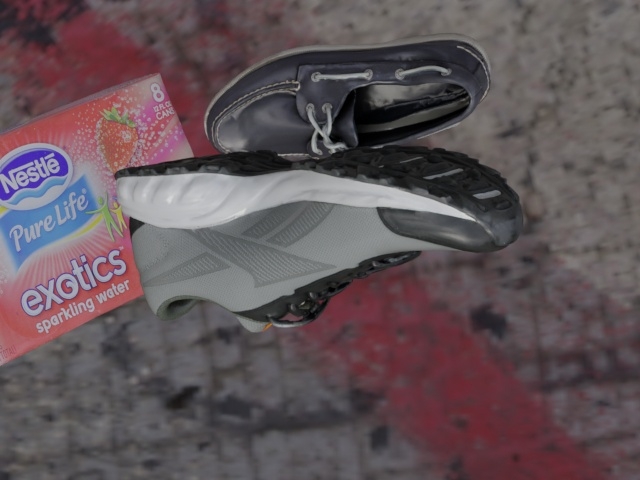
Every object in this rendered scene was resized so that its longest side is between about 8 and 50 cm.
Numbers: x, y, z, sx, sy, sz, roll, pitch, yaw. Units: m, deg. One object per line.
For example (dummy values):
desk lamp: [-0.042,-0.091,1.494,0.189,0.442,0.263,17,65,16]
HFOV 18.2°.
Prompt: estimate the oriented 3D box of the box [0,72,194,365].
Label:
box: [-0.233,0.002,1.437,0.300,0.142,0.154,-26,96,-42]

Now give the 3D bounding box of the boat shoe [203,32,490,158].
boat shoe: [0.015,-0.092,1.364,0.206,0.065,0.075,-12,117,12]

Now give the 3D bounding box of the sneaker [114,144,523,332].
sneaker: [0.000,0.000,1.171,0.100,0.272,0.108,-13,99,-53]
